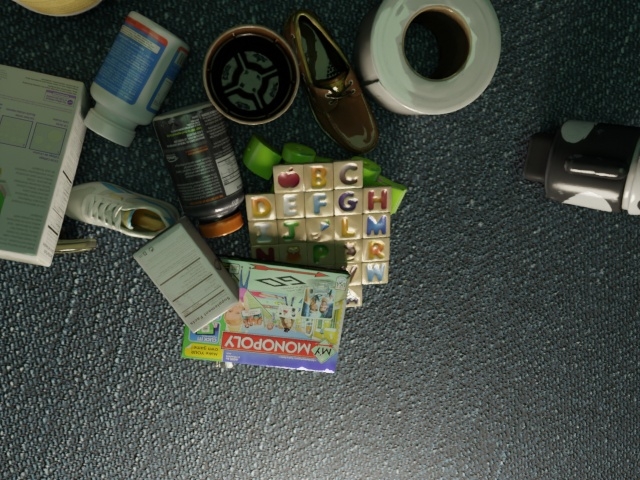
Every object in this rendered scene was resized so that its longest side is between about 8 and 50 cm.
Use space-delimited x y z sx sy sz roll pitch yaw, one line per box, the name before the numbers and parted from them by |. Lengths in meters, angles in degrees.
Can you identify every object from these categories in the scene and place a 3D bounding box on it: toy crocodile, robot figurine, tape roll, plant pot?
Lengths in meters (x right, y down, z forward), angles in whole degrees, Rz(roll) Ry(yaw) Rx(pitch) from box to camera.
toy crocodile | 0.010 -0.129 1.153 0.340 0.105 0.115 12 119 -12
robot figurine | 0.559 -0.146 1.146 0.209 0.278 0.174 -51 142 -32
tape roll | 0.196 -0.363 1.089 0.245 0.169 0.246 -2 102 -8
plant pot | -0.129 -0.302 1.059 0.166 0.165 0.167 -2 103 -7

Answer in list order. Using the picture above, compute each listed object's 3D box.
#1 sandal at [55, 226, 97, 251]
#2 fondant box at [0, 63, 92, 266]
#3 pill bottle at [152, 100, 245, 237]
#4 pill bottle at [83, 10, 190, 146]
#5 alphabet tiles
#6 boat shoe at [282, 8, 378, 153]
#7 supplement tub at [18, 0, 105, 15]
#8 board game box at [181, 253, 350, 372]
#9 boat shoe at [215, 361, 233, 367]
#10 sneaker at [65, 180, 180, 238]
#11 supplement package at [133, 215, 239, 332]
sandal | -0.580 -0.034 1.084 0.302 0.120 0.086 16 85 -10
fondant box | -0.568 -0.140 1.006 0.238 0.096 0.331 11 74 -10
pill bottle | -0.222 -0.132 1.095 0.130 0.130 0.246 -16 109 -4
pill bottle | -0.345 -0.292 1.053 0.124 0.124 0.222 30 96 -13
alphabet tiles | 0.000 0.000 1.157 0.284 0.011 0.343 -3 121 -2
boat shoe | 0.019 -0.297 1.111 0.110 0.104 0.307 -34 104 0
supplement tub | -0.445 -0.490 0.891 0.240 0.331 0.241 -2 102 -8
board game box | -0.111 0.148 1.165 0.317 0.046 0.214 7 99 -8
boat shoe | -0.216 0.209 1.215 0.040 0.049 0.142 -9 105 -5
sneaker | -0.394 -0.059 1.112 0.228 0.092 0.088 10 102 -8
supplement package | -0.242 0.060 1.056 0.105 0.105 0.179 -35 103 -1
